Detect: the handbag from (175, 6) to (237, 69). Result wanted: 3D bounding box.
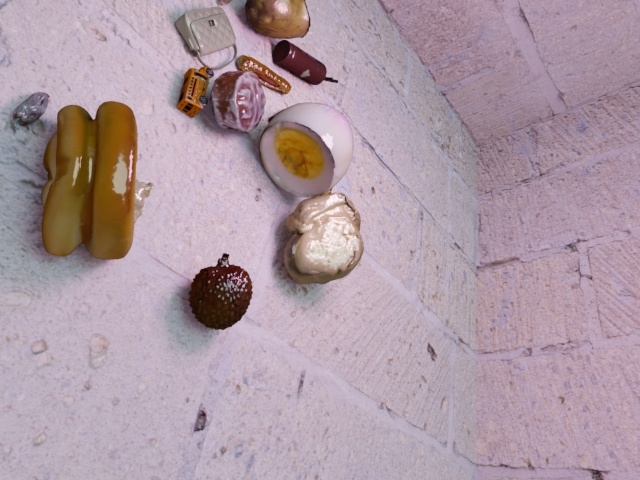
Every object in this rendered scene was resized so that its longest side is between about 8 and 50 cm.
[{"bbox_3d":[-0.417,-0.776,1.811,0.256,0.079,0.219,-48,116,-47],"label":"handbag"}]

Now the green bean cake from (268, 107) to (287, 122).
[{"bbox_3d":[-0.149,-0.497,2.036,0.135,0.056,0.135,59,39,-17],"label":"green bean cake"}]

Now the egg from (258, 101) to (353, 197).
[{"bbox_3d":[-0.023,-0.396,1.891,0.354,0.354,0.340,55,45,-19],"label":"egg"}]

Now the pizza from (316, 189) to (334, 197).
[{"bbox_3d":[0.020,-0.209,2.129,0.175,0.046,0.134,29,54,-41],"label":"pizza"}]

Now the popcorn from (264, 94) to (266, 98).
[{"bbox_3d":[-0.268,-0.582,1.921,0.084,0.084,0.084,24,57,-44],"label":"popcorn"}]

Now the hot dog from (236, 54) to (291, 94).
[{"bbox_3d":[-0.234,-0.711,2.016,0.289,0.068,0.083,14,57,-47],"label":"hot dog"}]

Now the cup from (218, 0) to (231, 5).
[{"bbox_3d":[-0.386,-1.031,1.935,0.074,0.099,0.102,54,40,-20],"label":"cup"}]

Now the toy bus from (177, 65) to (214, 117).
[{"bbox_3d":[-0.445,-0.541,1.665,0.088,0.083,0.194,23,59,-33],"label":"toy bus"}]

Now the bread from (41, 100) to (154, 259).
[{"bbox_3d":[-0.589,-0.158,1.244,0.245,0.329,0.424,-3,73,-9],"label":"bread"}]

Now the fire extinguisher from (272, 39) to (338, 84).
[{"bbox_3d":[-0.064,-0.821,2.220,0.337,0.135,0.114,12,102,-49],"label":"fire extinguisher"}]

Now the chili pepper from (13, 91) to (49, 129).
[{"bbox_3d":[-0.757,-0.348,1.233,0.050,0.041,0.153,95,12,-49],"label":"chili pepper"}]

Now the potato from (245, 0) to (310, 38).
[{"bbox_3d":[-0.216,-1.001,2.039,0.237,0.289,0.301,-23,83,-20],"label":"potato"}]

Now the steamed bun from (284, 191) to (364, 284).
[{"bbox_3d":[0.004,-0.003,1.865,0.325,0.230,0.372,10,76,-23],"label":"steamed bun"}]

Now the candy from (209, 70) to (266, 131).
[{"bbox_3d":[-0.303,-0.516,1.737,0.289,0.157,0.214,-52,148,-67],"label":"candy"}]

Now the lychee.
[{"bbox_3d":[-0.307,0.157,1.454,0.200,0.200,0.238,7,84,-50],"label":"lychee"}]
